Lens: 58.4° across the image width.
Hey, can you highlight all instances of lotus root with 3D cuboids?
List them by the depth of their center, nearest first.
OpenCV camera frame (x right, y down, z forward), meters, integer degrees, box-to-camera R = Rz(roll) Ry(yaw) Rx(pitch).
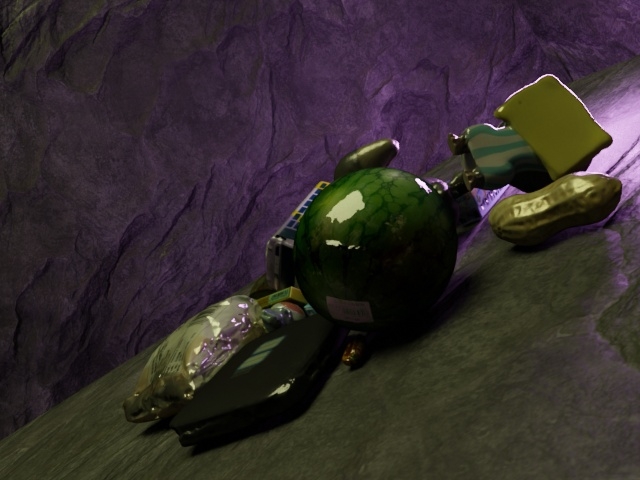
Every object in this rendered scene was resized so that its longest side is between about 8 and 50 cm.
[{"bbox_3d":[-0.133,0.143,2.058,0.314,0.142,0.210,-35,24,47],"label":"lotus root"}]

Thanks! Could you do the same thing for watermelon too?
[{"bbox_3d":[0.112,0.016,1.191,0.363,0.363,0.363,-31,6,4],"label":"watermelon"}]

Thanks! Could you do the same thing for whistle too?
[{"bbox_3d":[-0.100,0.206,1.494,0.122,0.123,0.223,-31,-22,3],"label":"whistle"}]

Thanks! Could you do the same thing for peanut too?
[{"bbox_3d":[0.451,-0.059,1.125,0.274,0.111,0.125,-26,13,46],"label":"peanut"}]

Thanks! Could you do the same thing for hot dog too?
[{"bbox_3d":[0.072,0.221,1.148,0.049,0.037,0.122,-42,-2,17],"label":"hot dog"}]

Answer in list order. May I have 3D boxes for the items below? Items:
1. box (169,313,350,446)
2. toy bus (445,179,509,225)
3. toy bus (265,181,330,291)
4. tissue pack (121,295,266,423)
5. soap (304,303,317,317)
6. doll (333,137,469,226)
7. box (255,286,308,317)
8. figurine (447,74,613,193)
[{"bbox_3d":[-0.122,0.295,1.252,0.359,0.091,0.350,-28,8,31],"label":"box"},{"bbox_3d":[0.479,-0.169,1.728,0.109,0.136,0.329,-29,7,44],"label":"toy bus"},{"bbox_3d":[0.000,0.000,1.825,0.249,0.209,0.440,16,36,14],"label":"toy bus"},{"bbox_3d":[-0.339,0.328,1.574,0.390,0.195,0.375,-26,12,44],"label":"tissue pack"},{"bbox_3d":[0.071,0.154,1.457,0.156,0.077,0.293,-35,7,-26],"label":"soap"},{"bbox_3d":[0.205,-0.116,1.573,0.382,0.379,0.252,-40,-1,37],"label":"doll"},{"bbox_3d":[-0.107,0.204,1.668,0.279,0.153,0.041,-25,50,47],"label":"box"},{"bbox_3d":[0.507,-0.200,1.505,0.361,0.267,0.378,-18,-18,-1],"label":"figurine"}]
